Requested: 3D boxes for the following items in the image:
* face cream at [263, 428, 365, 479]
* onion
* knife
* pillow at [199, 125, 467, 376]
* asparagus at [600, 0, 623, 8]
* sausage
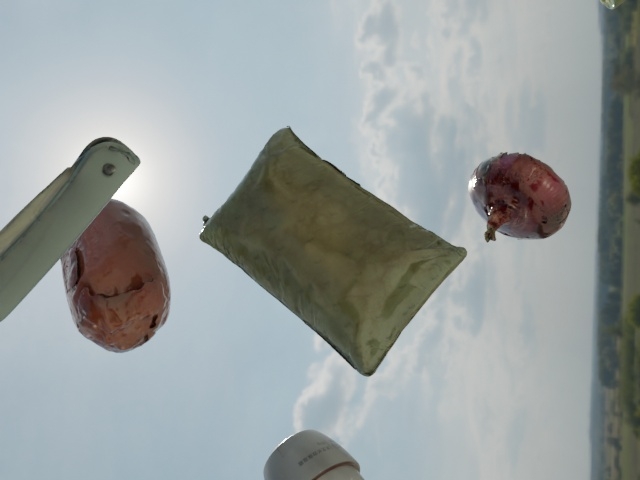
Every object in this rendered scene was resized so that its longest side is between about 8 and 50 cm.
[{"bbox_3d":[-0.007,0.305,0.852,0.117,0.104,0.117,-24,-44,-26],"label":"face cream"},{"bbox_3d":[0.265,-0.041,0.960,0.140,0.150,0.150,-56,-36,-25],"label":"onion"},{"bbox_3d":[-0.188,-0.006,0.458,0.162,0.023,0.044,-47,-53,4],"label":"knife"},{"bbox_3d":[0.000,0.000,0.818,0.185,0.302,0.075,-53,-23,-1],"label":"pillow"},{"bbox_3d":[0.467,-0.418,0.900,0.060,0.278,0.067,8,-128,-30],"label":"asparagus"},{"bbox_3d":[-0.315,0.046,1.039,0.280,0.152,0.152,60,176,45],"label":"sausage"}]
